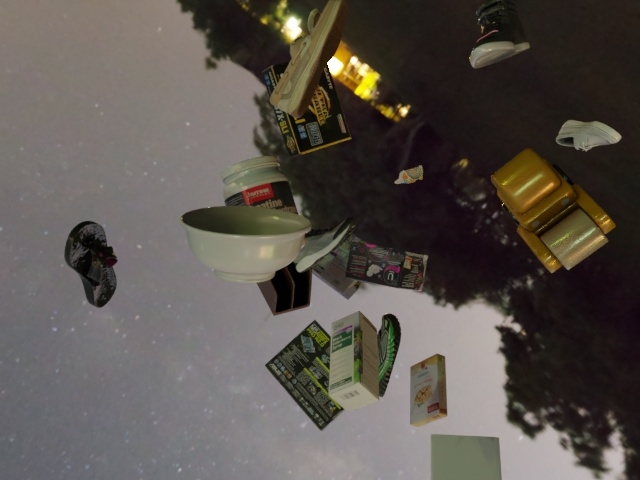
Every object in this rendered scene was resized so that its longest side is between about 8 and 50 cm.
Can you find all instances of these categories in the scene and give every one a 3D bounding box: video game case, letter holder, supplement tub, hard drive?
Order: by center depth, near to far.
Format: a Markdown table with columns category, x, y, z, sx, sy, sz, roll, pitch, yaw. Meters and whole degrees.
| category | x | y | z | sx | sy | sz | roll | pitch | yaw |
| --- | --- | --- | --- | --- | --- | --- | --- | --- | --- |
| supplement tub | -0.164 | -0.083 | 1.730 | 0.191 | 0.191 | 0.272 | -8 | -100 | -72 |
| hard drive | 0.440 | 0.754 | 1.852 | 0.040 | 0.210 | 0.318 | 74 | -161 | -54 |
| letter holder | -0.160 | 0.097 | 2.357 | 0.152 | 0.214 | 0.302 | -13 | -136 | -22 |
| video game case | 0.114 | 0.099 | 2.602 | 0.269 | 0.244 | 0.061 | 33 | 167 | 51 |

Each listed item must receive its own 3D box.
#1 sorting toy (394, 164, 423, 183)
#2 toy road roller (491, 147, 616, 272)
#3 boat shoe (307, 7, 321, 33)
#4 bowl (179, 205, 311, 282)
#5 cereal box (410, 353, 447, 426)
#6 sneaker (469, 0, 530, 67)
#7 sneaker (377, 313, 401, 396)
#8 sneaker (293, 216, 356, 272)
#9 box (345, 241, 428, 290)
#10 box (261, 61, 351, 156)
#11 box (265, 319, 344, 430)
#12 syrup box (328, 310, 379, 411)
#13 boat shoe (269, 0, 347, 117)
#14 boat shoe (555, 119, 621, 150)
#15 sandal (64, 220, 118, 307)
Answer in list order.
| category | x | y | z | sx | sy | sz | roll | pitch | yaw |
| --- | --- | --- | --- | --- | --- | --- | --- | --- | --- |
| sorting toy | 0.269 | -0.194 | 1.899 | 0.083 | 0.075 | 0.044 | -20 | -92 | -38 |
| toy road roller | 0.603 | -0.100 | 1.666 | 0.241 | 0.202 | 0.329 | 35 | -158 | -38 |
| boat shoe | -0.004 | -0.594 | 1.746 | 0.045 | 0.050 | 0.135 | 42 | 158 | 27 |
| bowl | -0.173 | 0.013 | 1.411 | 0.298 | 0.134 | 0.298 | 4 | -165 | -1 |
| cereal box | 0.408 | 0.570 | 2.332 | 0.047 | 0.173 | 0.240 | 24 | -130 | -22 |
| sneaker | 0.407 | -0.504 | 1.465 | 0.296 | 0.105 | 0.146 | -30 | -81 | -51 |
| sneaker | 0.205 | 0.417 | 2.247 | 0.146 | 0.343 | 0.134 | 17 | -156 | 10 |
| sneaker | 0.000 | 0.000 | 1.944 | 0.108 | 0.272 | 0.100 | 56 | -150 | 2 |
| box | 0.240 | 0.096 | 2.236 | 0.247 | 0.142 | 0.163 | 10 | 179 | 41 |
| box | -0.046 | -0.485 | 2.210 | 0.257 | 0.079 | 0.321 | -23 | -81 | -35 |
| box | -0.005 | 0.417 | 1.904 | 0.270 | 0.216 | 0.060 | 45 | 171 | 18 |
| syrup box | 0.086 | 0.304 | 1.567 | 0.096 | 0.093 | 0.236 | 47 | -152 | -31 |
| boat shoe | -0.036 | -0.514 | 1.689 | 0.110 | 0.341 | 0.122 | 29 | -169 | 12 |
| boat shoe | 0.603 | -0.234 | 1.399 | 0.066 | 0.063 | 0.184 | 33 | -175 | -25 |
| sandal | -0.749 | 0.087 | 2.096 | 0.107 | 0.167 | 0.445 | 21 | 147 | 10 |
